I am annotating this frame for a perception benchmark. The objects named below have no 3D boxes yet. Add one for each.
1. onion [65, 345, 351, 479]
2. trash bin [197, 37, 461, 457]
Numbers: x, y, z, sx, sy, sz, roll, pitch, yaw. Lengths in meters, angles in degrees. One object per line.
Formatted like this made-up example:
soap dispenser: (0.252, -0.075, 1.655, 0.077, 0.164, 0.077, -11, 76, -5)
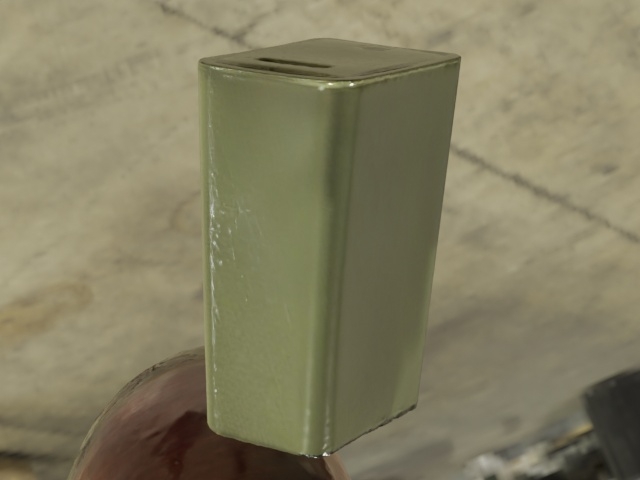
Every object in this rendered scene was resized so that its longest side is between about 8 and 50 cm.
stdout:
onion: (-0.026, 0.160, 0.638, 0.161, 0.248, 0.248, -39, 154, 5)
trash bin: (0.000, 0.000, 0.389, 0.043, 0.092, 0.061, 13, -163, 29)
